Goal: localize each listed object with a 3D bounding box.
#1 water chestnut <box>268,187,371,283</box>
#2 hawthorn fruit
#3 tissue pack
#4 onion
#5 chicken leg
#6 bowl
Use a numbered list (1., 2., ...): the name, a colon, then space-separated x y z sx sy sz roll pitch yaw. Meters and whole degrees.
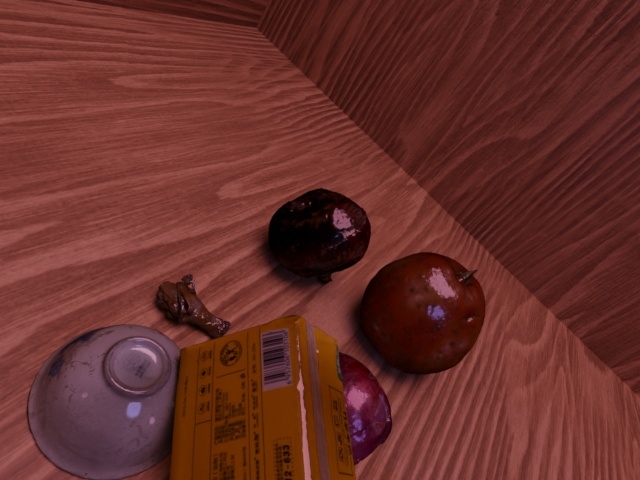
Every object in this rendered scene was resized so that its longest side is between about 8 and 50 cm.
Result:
1. water chestnut: 0.000 0.000 1.347 0.350 0.349 0.303 -52 133 -55
2. hawthorn fruit: 0.347 0.210 1.315 0.402 0.403 0.403 25 38 -21
3. tissue pack: -0.102 0.369 0.748 0.228 0.292 0.382 54 22 -50
4. onion: 0.021 0.375 0.962 0.231 0.256 0.272 64 17 7
5. chicken leg: -0.314 0.170 1.015 0.196 0.080 0.125 45 23 5
6. bowl: -0.370 0.269 0.794 0.313 0.146 0.314 24 39 -20
